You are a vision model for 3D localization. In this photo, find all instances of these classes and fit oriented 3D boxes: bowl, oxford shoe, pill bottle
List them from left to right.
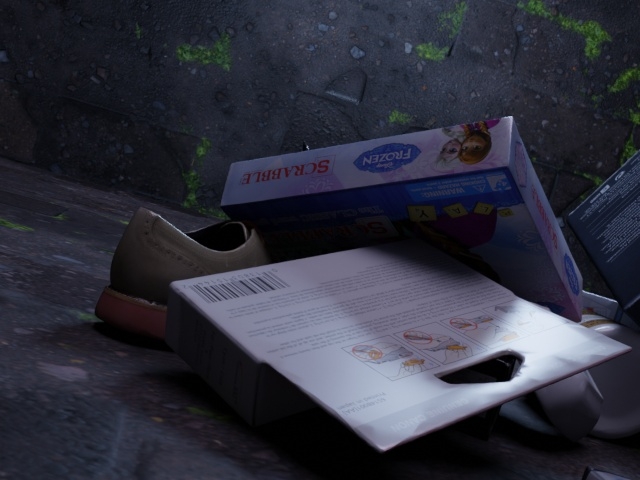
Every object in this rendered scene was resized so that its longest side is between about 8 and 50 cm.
[{"bbox_3d":[-0.066,0.048,0.890,0.123,0.130,0.348,15,1,40],"label":"oxford shoe"},{"bbox_3d":[0.243,0.131,0.868,0.142,0.053,0.142,40,25,-53],"label":"bowl"},{"bbox_3d":[0.324,0.152,1.045,0.131,0.131,0.229,16,3,-4],"label":"pill bottle"}]

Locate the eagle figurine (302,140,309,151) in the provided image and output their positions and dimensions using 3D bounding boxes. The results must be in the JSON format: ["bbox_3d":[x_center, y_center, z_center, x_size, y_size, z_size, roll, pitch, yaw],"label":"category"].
[{"bbox_3d":[0.003,0.005,1.371,0.298,0.226,0.225,36,-24,28],"label":"eagle figurine"}]

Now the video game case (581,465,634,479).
[{"bbox_3d":[0.325,0.226,0.504,0.274,0.035,0.248,18,0,-2],"label":"video game case"}]

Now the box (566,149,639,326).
[{"bbox_3d":[0.525,0.047,1.082,0.293,0.212,0.395,42,16,-6],"label":"box"}]

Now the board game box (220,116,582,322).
[{"bbox_3d":[0.103,0.006,0.945,0.318,0.066,0.318,-7,-34,28],"label":"board game box"}]

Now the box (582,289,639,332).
[{"bbox_3d":[0.435,0.159,1.346,0.038,0.145,0.186,15,4,-43],"label":"box"}]

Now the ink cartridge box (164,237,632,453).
[{"bbox_3d":[0.062,0.089,0.697,0.296,0.066,0.261,-10,28,-38],"label":"ink cartridge box"}]

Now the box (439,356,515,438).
[{"bbox_3d":[0.107,0.128,0.871,0.180,0.078,0.147,17,3,16],"label":"box"}]
